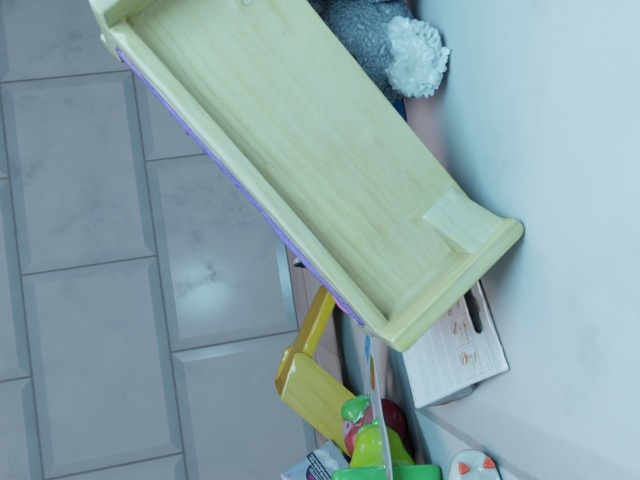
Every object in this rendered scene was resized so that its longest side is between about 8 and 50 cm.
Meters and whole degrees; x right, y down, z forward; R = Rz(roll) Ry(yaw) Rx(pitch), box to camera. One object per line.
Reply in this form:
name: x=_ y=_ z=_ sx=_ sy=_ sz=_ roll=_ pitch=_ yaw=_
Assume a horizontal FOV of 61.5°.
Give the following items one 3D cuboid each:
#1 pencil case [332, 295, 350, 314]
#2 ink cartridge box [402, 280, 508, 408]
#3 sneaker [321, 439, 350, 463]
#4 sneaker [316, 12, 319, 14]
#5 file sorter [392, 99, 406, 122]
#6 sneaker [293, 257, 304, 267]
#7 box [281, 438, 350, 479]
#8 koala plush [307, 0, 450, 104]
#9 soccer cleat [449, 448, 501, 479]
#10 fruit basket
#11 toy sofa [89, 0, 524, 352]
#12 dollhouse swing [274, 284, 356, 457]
pencil case: x=0.062 y=0.022 z=0.670 sx=0.209 sy=0.095 sz=0.098 roll=-48 pitch=-41 yaw=-78
ink cartridge box: x=0.147 y=0.097 z=0.608 sx=0.179 sy=0.045 sz=0.145 roll=129 pitch=136 yaw=-54
sneaker: x=0.029 y=0.661 z=1.718 sx=0.235 sy=0.097 sz=0.084 roll=127 pitch=134 yaw=-79
sneaker: x=0.028 y=-0.254 z=0.879 sx=0.314 sy=0.116 sz=0.136 roll=87 pitch=-163 yaw=-62
file sorter: x=0.046 y=-0.142 z=0.726 sx=0.104 sy=0.118 sz=0.170 roll=131 pitch=130 yaw=-83
sneaker: x=0.000 y=0.000 z=1.334 sx=0.283 sy=0.110 sz=0.122 roll=115 pitch=163 yaw=-71
box: x=0.036 y=0.592 z=1.158 sx=0.247 sy=0.142 sz=0.163 roll=46 pitch=152 yaw=32
koala plush: x=0.041 y=-0.242 z=0.571 sx=0.221 sy=0.203 sz=0.196 roll=64 pitch=159 yaw=-11
soccer cleat: x=0.170 y=0.312 z=0.534 sx=0.076 sy=0.068 sz=0.196 roll=85 pitch=180 yaw=-56
fruit basket: x=0.079 y=0.364 z=0.866 sx=0.353 sy=0.165 sz=0.327 roll=-103 pitch=9 yaw=-50
toy sofa: x=-0.014 y=-0.086 z=0.482 sx=0.362 sy=0.150 sz=0.177 roll=48 pitch=171 yaw=-10
dollhouse swing: x=0.044 y=0.322 z=1.409 sx=0.315 sy=0.305 sz=0.347 roll=40 pitch=168 yaw=1
